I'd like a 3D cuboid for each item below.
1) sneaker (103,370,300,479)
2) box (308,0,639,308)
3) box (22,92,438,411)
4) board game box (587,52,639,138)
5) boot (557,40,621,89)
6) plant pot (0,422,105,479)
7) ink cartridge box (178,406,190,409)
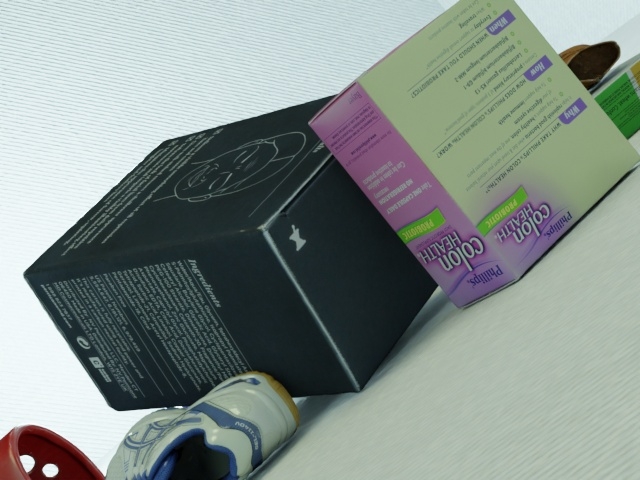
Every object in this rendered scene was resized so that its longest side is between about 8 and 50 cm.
[{"bbox_3d":[-0.157,0.237,1.535,0.296,0.112,0.131,-39,2,37],"label":"sneaker"},{"bbox_3d":[0.154,-0.098,1.453,0.213,0.243,0.117,-41,2,-30],"label":"box"},{"bbox_3d":[-0.077,0.012,1.641,0.395,0.212,0.293,-10,28,43],"label":"box"},{"bbox_3d":[0.311,-0.127,1.858,0.242,0.064,0.316,-39,2,-8],"label":"board game box"},{"bbox_3d":[0.275,-0.182,1.816,0.197,0.073,0.152,-42,7,-11],"label":"boot"},{"bbox_3d":[-0.360,0.343,1.774,0.174,0.191,0.191,-41,1,11],"label":"plant pot"},{"bbox_3d":[-0.154,0.232,2.390,0.186,0.065,0.311,-40,-1,-3],"label":"ink cartridge box"}]
